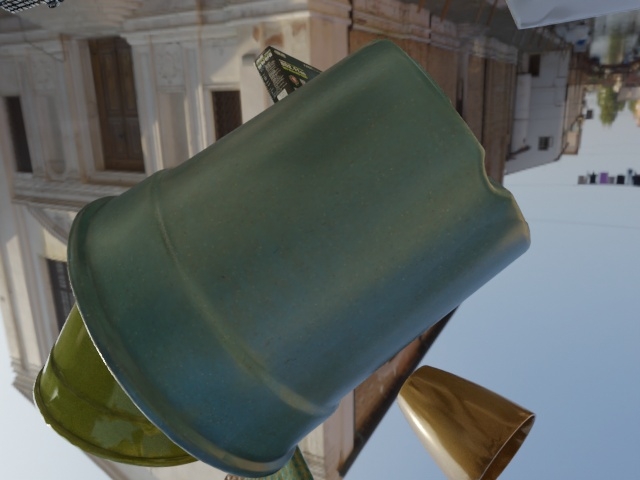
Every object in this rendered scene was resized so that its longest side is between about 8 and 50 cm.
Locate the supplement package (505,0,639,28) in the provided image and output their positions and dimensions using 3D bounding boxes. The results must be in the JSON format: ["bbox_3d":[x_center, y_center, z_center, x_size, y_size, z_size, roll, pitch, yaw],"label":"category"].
[{"bbox_3d":[0.209,-0.336,0.396,0.175,0.178,0.293,6,164,38],"label":"supplement package"}]

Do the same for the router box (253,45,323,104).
[{"bbox_3d":[-0.027,-0.216,0.758,0.038,0.092,0.122,-40,154,29],"label":"router box"}]

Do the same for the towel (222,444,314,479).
[{"bbox_3d":[-0.074,0.487,0.846,0.040,0.271,0.370,23,-164,-32],"label":"towel"}]

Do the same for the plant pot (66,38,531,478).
[{"bbox_3d":[0.000,0.000,0.546,0.334,0.341,0.341,-35,-167,9],"label":"plant pot"}]

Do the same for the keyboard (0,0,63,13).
[{"bbox_3d":[-0.476,-0.421,0.900,0.180,0.023,0.108,-4,-175,21],"label":"keyboard"}]

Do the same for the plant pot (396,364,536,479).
[{"bbox_3d":[0.304,0.405,1.191,0.237,0.237,0.254,-17,-139,-43],"label":"plant pot"}]

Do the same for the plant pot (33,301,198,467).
[{"bbox_3d":[-0.268,0.132,0.946,0.366,0.353,0.366,20,-168,-5],"label":"plant pot"}]
